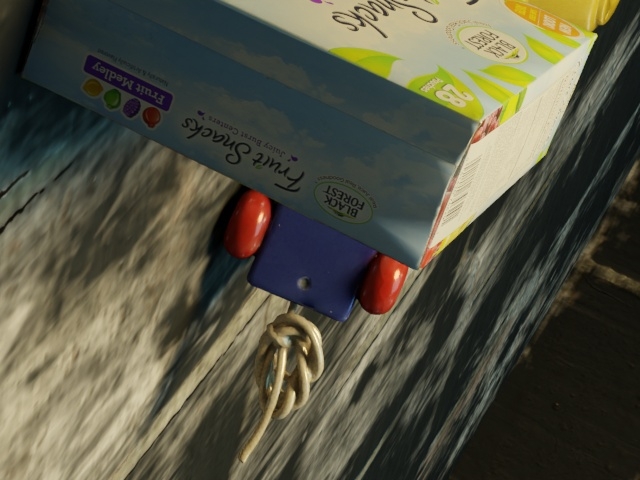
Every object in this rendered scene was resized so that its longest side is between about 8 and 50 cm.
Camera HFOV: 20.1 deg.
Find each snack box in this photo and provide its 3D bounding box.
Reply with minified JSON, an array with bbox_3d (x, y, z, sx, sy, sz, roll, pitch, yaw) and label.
[{"bbox_3d":[0.006,-0.077,0.743,0.207,0.175,0.070,-37,151,-64],"label":"snack box"}]

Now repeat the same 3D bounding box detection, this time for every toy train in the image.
[{"bbox_3d":[0.000,0.000,1.079,0.143,0.105,0.248,-70,-177,-78],"label":"toy train"}]

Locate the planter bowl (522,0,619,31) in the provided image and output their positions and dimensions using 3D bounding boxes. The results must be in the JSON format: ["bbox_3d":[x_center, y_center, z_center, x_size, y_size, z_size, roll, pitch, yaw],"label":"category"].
[{"bbox_3d":[0.173,-0.210,1.247,0.217,0.090,0.217,22,90,-77],"label":"planter bowl"}]
